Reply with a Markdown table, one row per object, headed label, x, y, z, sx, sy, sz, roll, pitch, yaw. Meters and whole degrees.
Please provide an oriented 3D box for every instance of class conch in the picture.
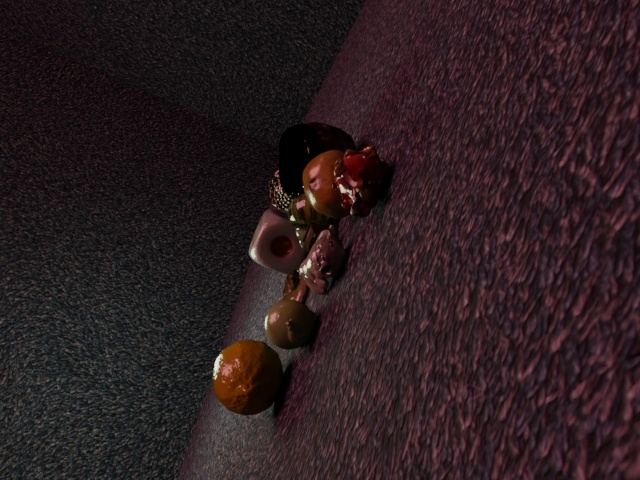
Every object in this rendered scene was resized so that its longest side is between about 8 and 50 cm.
| label | x | y | z | sx | sy | sz | roll | pitch | yaw |
| --- | --- | --- | --- | --- | --- | --- | --- | --- | --- |
| conch | -0.025 | -0.068 | 1.899 | 0.187 | 0.124 | 0.181 | 19 | 129 | 49 |

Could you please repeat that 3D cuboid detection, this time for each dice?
| label | x | y | z | sx | sy | sz | roll | pitch | yaw |
| --- | --- | --- | --- | --- | --- | --- | --- | --- | --- |
| dice | -0.145 | 0.003 | 2.207 | 0.192 | 0.194 | 0.193 | -125 | 56 | -76 |

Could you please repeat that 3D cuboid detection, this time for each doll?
| label | x | y | z | sx | sy | sz | roll | pitch | yaw |
| --- | --- | --- | --- | --- | --- | --- | --- | --- | --- |
| doll | 0.007 | 0.056 | 1.613 | 0.192 | 0.095 | 0.149 | 122 | 168 | -54 |

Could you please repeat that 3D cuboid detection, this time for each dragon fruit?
| label | x | y | z | sx | sy | sz | roll | pitch | yaw |
| --- | --- | --- | --- | --- | --- | --- | --- | --- | --- |
| dragon fruit | 0.096 | -0.136 | 1.469 | 0.133 | 0.150 | 0.207 | -21 | 43 | 30 |

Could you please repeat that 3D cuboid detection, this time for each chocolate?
| label | x | y | z | sx | sy | sz | roll | pitch | yaw |
| --- | --- | --- | --- | --- | --- | --- | --- | --- | --- |
| chocolate | 0.002 | -0.268 | 1.977 | 0.340 | 0.210 | 0.225 | 158 | 104 | -69 |

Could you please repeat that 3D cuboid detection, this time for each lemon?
| label | x | y | z | sx | sy | sz | roll | pitch | yaw |
| --- | --- | --- | --- | --- | --- | --- | --- | --- | --- |
| lemon | -0.205 | 0.384 | 1.706 | 0.260 | 0.204 | 0.204 | -119 | 52 | -76 |

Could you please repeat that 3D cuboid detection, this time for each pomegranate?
| label | x | y | z | sx | sy | sz | roll | pitch | yaw |
| --- | --- | --- | --- | --- | --- | --- | --- | --- | --- |
| pomegranate | 0.047 | -0.155 | 1.639 | 0.196 | 0.196 | 0.196 | -158 | 90 | -80 |

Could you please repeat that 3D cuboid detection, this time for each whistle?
| label | x | y | z | sx | sy | sz | roll | pitch | yaw |
| --- | --- | --- | --- | --- | --- | --- | --- | --- | --- |
| whistle | -0.074 | 0.225 | 1.668 | 0.294 | 0.141 | 0.141 | 8 | -75 | -83 |

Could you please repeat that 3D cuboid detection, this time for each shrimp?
| label | x | y | z | sx | sy | sz | roll | pitch | yaw |
| --- | --- | --- | --- | --- | --- | --- | --- | --- | --- |
| shrimp | -0.078 | 0.140 | 1.959 | 0.145 | 0.059 | 0.254 | -57 | 15 | 36 |

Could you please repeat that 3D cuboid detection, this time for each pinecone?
| label | x | y | z | sx | sy | sz | roll | pitch | yaw |
| --- | --- | --- | --- | --- | --- | --- | --- | --- | --- |
| pinecone | -0.109 | -0.210 | 2.484 | 0.208 | 0.208 | 0.207 | -158 | 90 | -80 |

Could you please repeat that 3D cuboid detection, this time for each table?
| label | x | y | z | sx | sy | sz | roll | pitch | yaw |
| --- | --- | --- | --- | --- | --- | --- | --- | --- | --- |
| table | 0.000 | 0.000 | 1.795 | 0.082 | 0.083 | 0.070 | -112 | 41 | -66 |

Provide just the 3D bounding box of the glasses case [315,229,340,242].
| label | x | y | z | sx | sy | sz | roll | pitch | yaw |
| --- | --- | --- | --- | --- | --- | --- | --- | --- | --- |
| glasses case | 0.002 | 0.044 | 1.739 | 0.041 | 0.063 | 0.164 | -85 | 21 | -65 |
